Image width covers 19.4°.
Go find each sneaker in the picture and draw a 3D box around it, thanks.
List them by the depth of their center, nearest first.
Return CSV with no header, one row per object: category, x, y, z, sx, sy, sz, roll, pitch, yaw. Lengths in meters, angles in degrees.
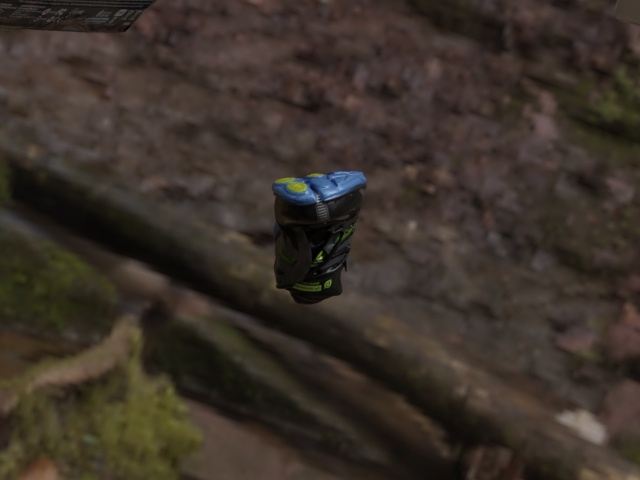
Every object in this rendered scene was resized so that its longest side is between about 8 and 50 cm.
sneaker,0.000,0.000,1.316,0.067,0.078,0.188,-6,-16,-6

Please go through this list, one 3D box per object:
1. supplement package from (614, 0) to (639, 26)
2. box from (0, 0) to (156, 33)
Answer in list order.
supplement package,0.237,-0.199,0.720,0.175,0.177,0.293,18,-21,7
box,-0.167,-0.297,1.468,0.097,0.318,0.395,54,21,10
